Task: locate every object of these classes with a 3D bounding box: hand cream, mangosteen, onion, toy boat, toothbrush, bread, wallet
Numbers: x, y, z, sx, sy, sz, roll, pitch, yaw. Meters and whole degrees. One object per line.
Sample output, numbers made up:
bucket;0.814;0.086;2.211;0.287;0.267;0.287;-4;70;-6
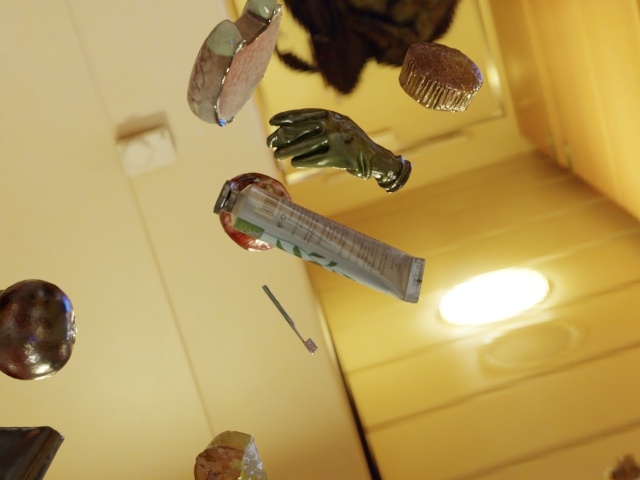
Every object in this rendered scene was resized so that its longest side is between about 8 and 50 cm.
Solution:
hand cream;0.000;0.000;1.623;0.271;0.058;0.091;23;-144;-5
mangosteen;-0.421;0.126;1.886;0.152;0.152;0.152;-15;-164;4
onion;-0.103;-0.046;2.092;0.131;0.131;0.131;-15;-164;4
toy boat;-0.132;-0.254;1.836;0.155;0.085;0.227;-52;171;-32
toothbrush;-0.047;0.116;1.991;0.014;0.011;0.167;-45;-134;6
bread;-0.159;0.414;2.363;0.125;0.156;0.086;-7;-151;29
wallet;-0.615;0.492;2.301;0.228;0.062;0.406;-8;-142;30
bread;0.124;-0.171;1.353;0.085;0.053;0.085;18;-145;-13

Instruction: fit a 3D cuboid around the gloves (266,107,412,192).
gloves;0.034;-0.165;2.337;0.268;0.107;0.135;16;-151;-16
